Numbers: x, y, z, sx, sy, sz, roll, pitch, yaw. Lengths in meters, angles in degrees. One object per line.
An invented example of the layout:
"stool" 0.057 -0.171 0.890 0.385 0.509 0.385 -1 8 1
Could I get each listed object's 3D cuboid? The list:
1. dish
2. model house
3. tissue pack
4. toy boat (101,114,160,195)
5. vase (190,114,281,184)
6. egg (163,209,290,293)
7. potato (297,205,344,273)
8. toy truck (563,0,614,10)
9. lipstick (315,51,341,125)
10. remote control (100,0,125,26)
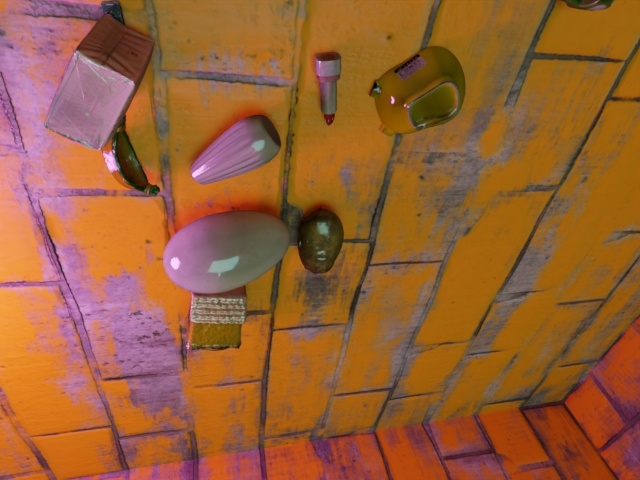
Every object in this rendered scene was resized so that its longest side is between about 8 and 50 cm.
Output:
"dish" 0.280 -0.377 1.145 0.263 0.108 0.221 -23 131 3
"model house" -0.350 0.239 1.438 0.194 0.174 0.234 4 131 -19
"tissue pack" -0.449 -0.329 0.883 0.124 0.225 0.185 25 125 -29
"toy boat" -0.486 -0.207 1.077 0.088 0.088 0.229 -7 129 8
"vase" -0.229 -0.227 1.118 0.248 0.128 0.128 -25 132 17
"egg" -0.267 0.029 1.248 0.371 0.230 0.229 -16 132 -10
"potato" 0.000 0.000 1.384 0.150 0.113 0.251 -1 121 -6
"toy truck" 0.647 -0.619 0.997 0.187 0.210 0.148 14 126 -4
"lipstick" 0.020 -0.384 1.103 0.063 0.057 0.186 -10 137 -8
"remote control" -0.442 -0.466 0.922 0.039 0.014 0.096 -6 132 -10
